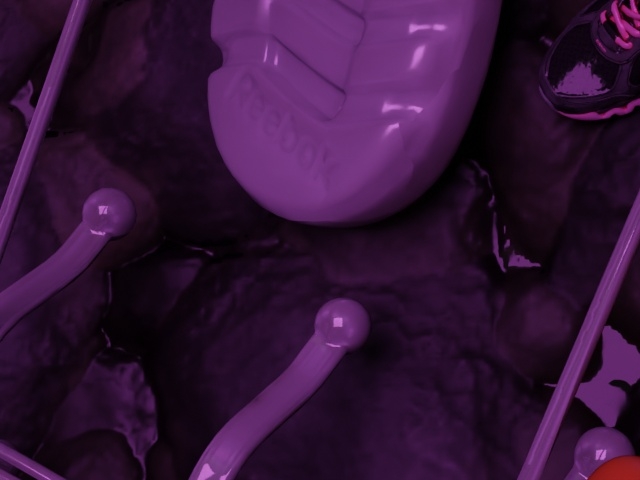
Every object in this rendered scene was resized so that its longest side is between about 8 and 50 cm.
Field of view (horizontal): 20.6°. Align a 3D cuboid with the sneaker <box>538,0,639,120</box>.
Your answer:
[{"bbox_3d":[0.128,-0.091,0.647,0.119,0.057,0.047,-35,66,11],"label":"sneaker"}]

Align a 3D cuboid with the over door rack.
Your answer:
[{"bbox_3d":[0.000,0.000,0.603,0.240,0.108,0.324,25,111,22],"label":"over door rack"}]

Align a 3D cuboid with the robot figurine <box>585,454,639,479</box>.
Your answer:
[{"bbox_3d":[0.137,0.146,0.530,0.219,0.158,0.128,-53,40,0],"label":"robot figurine"}]

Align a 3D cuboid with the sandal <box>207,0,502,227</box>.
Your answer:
[{"bbox_3d":[0.058,-0.206,0.697,0.169,0.102,0.416,24,97,42],"label":"sandal"}]
